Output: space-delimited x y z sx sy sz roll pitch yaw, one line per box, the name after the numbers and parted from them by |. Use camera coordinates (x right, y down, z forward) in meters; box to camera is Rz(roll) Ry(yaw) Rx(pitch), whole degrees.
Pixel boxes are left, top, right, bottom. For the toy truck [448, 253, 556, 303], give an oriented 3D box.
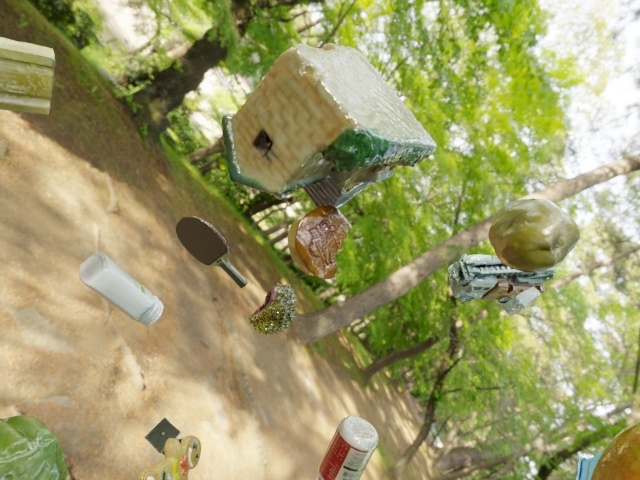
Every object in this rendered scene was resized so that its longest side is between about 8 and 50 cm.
0.571 0.112 1.531 0.184 0.338 0.133 115 -24 -59 | toy truck

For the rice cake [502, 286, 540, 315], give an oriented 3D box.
0.487 0.143 1.127 0.211 0.043 0.034 -5 55 -54 | rice cake

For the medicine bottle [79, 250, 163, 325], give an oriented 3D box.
-0.727 0.189 1.746 0.179 0.124 0.324 35 -14 45 | medicine bottle

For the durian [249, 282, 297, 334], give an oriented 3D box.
-0.115 0.197 1.387 0.119 0.108 0.186 40 43 -1 | durian

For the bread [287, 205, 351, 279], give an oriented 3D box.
-0.009 -0.002 1.011 0.125 0.156 0.086 28 -16 -28 | bread

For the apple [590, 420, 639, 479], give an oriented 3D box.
0.362 0.259 0.439 0.196 0.196 0.196 -25 90 -87 | apple

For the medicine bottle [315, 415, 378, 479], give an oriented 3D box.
0.076 0.680 1.459 0.131 0.250 0.131 22 13 -5 | medicine bottle

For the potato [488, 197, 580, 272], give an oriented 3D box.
0.440 -0.012 0.990 0.200 0.137 0.154 -101 -159 -71 | potato

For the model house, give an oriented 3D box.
-0.005 -0.217 1.071 0.334 0.342 0.382 54 31 7 | model house

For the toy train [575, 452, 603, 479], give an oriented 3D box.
0.620 0.523 0.882 0.300 0.265 0.188 3 77 -58 | toy train

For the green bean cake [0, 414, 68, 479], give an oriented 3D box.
-0.446 0.361 0.599 0.222 0.125 0.248 -1 92 -52 | green bean cake

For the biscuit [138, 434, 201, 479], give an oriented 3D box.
-0.358 0.571 1.160 0.240 0.035 0.158 -41 125 -68 | biscuit

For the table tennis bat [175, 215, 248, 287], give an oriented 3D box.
-0.348 0.041 1.537 0.301 0.173 0.022 47 41 -13 | table tennis bat

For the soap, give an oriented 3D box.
-0.475 -0.218 0.587 0.252 0.092 0.037 -2 43 -40 | soap

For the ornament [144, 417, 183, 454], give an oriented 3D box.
-0.473 0.651 1.507 0.088 0.081 0.203 28 -32 29 | ornament
